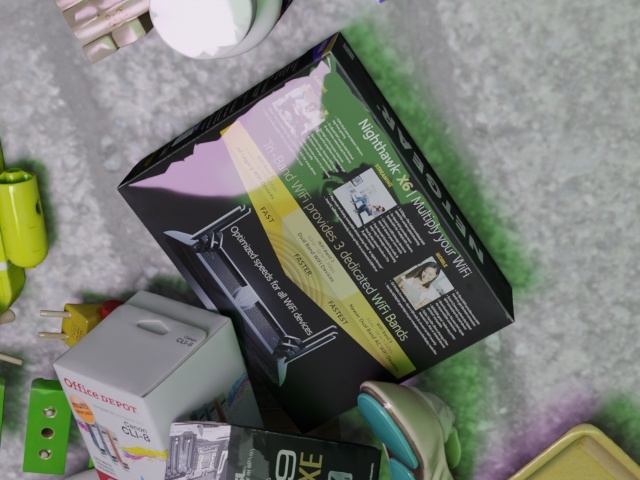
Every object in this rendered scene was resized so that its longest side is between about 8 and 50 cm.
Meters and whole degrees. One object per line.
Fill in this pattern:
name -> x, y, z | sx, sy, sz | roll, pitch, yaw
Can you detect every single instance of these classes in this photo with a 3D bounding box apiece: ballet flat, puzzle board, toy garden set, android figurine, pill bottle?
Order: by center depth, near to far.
pill bottle -> -0.079, -0.211, 0.974 | 0.108, 0.193, 0.108 | 3, 113, 7
ballet flat -> 0.096, 0.192, 1.143 | 0.086, 0.086, 0.248 | -6, 140, 10
android figurine -> -0.392, -0.012, 1.176 | 0.248, 0.056, 0.272 | 0, 111, 7
toy garden set -> -0.306, 0.140, 1.204 | 0.244, 0.049, 0.203 | 7, 116, -11
puzzle board -> -0.040, 0.218, 1.249 | 0.128, 0.011, 0.096 | -3, 113, 9

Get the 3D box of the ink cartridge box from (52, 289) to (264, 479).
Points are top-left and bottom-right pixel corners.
ink cartridge box -> -0.149, 0.161, 1.137 | 0.128, 0.127, 0.176 | 13, 130, 37

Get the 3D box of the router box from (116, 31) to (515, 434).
router box -> 0.000, 0.000, 1.114 | 0.243, 0.081, 0.309 | -30, 106, 18

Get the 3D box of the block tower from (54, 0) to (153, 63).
block tower -> -0.235, -0.326, 1.004 | 0.091, 0.097, 0.335 | -24, 109, 16

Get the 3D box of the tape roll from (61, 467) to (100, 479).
tape roll -> -0.202, 0.370, 1.187 | 0.246, 0.246, 0.169 | -8, 129, 11

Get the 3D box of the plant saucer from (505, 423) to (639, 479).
plant saucer -> 0.264, 0.368, 1.234 | 0.333, 0.081, 0.333 | 42, 112, -11

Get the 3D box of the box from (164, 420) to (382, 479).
box -> -0.051, 0.330, 1.091 | 0.077, 0.242, 0.307 | -3, 75, 35

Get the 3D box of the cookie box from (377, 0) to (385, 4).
cookie box -> 0.091, -0.245, 0.995 | 0.107, 0.092, 0.040 | -25, 104, 17
